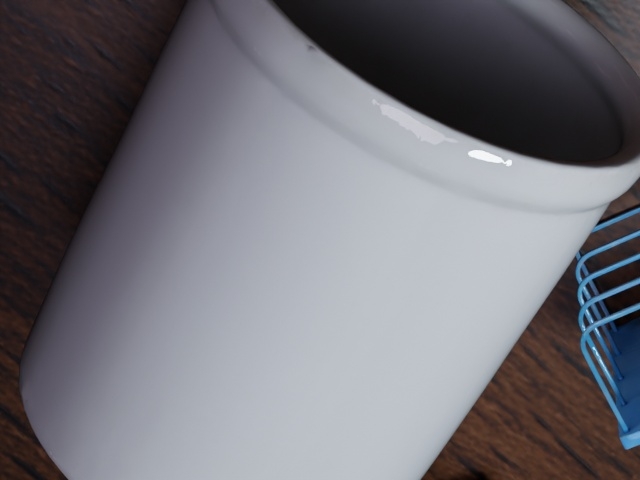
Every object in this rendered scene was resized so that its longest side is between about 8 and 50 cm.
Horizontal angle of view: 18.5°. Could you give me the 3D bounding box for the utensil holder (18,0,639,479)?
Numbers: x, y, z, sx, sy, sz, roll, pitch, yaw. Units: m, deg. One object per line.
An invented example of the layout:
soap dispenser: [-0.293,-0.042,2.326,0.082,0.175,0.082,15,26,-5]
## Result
utensil holder: [0.000,0.000,1.375,0.327,0.327,0.385,25,118,-9]

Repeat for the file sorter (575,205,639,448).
file sorter: [0.256,0.053,1.470,0.118,0.170,0.104,-24,111,16]
